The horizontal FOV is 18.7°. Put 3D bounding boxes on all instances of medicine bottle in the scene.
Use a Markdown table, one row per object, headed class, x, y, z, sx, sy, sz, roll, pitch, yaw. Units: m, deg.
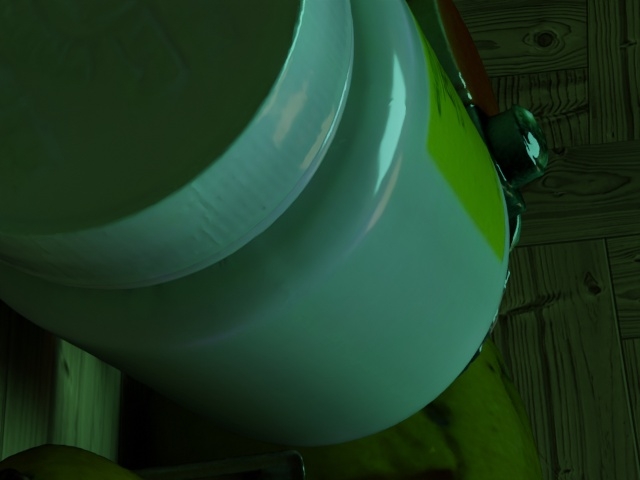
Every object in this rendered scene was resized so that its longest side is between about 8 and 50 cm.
| class | x | y | z | sx | sy | sz | roll | pitch | yaw |
| --- | --- | --- | --- | --- | --- | --- | --- | --- | --- |
| medicine bottle | -0.046 | -0.038 | 0.858 | 0.379 | 0.214 | 0.213 | 45 | 39 | -69 |

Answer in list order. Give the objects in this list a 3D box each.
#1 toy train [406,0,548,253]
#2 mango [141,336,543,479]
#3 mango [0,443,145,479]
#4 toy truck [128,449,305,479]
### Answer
| class | x | y | z | sx | sy | sz | roll | pitch | yaw |
| --- | --- | --- | --- | --- | --- | --- | --- | --- | --- |
| toy train | -0.012 | -0.035 | 1.130 | 0.116 | 0.285 | 0.177 | 34 | 35 | -59 |
| mango | 0.025 | 0.159 | 1.221 | 0.365 | 0.253 | 0.182 | -119 | -157 | -46 |
| mango | -0.092 | 0.168 | 0.830 | 0.147 | 0.109 | 0.227 | 60 | -6 | 24 |
| toy truck | -0.055 | 0.269 | 1.016 | 0.162 | 0.136 | 0.305 | 121 | -38 | -82 |
